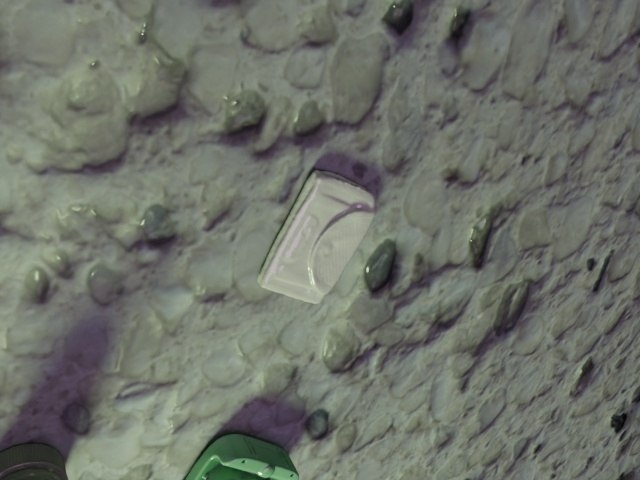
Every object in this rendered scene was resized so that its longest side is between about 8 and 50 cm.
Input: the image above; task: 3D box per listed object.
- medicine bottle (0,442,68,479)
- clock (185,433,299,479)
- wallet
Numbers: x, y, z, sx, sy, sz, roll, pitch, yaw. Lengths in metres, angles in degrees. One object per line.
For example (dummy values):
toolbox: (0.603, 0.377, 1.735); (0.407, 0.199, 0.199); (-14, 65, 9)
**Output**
medicine bottle: (-0.350, 0.339, 0.706); (0.105, 0.168, 0.105); (-15, 123, -24)
clock: (-0.146, 0.410, 0.933); (0.159, 0.066, 0.211); (32, 98, -38)
wallet: (0.000, 0.000, 0.811); (0.124, 0.032, 0.183); (21, 105, -34)
